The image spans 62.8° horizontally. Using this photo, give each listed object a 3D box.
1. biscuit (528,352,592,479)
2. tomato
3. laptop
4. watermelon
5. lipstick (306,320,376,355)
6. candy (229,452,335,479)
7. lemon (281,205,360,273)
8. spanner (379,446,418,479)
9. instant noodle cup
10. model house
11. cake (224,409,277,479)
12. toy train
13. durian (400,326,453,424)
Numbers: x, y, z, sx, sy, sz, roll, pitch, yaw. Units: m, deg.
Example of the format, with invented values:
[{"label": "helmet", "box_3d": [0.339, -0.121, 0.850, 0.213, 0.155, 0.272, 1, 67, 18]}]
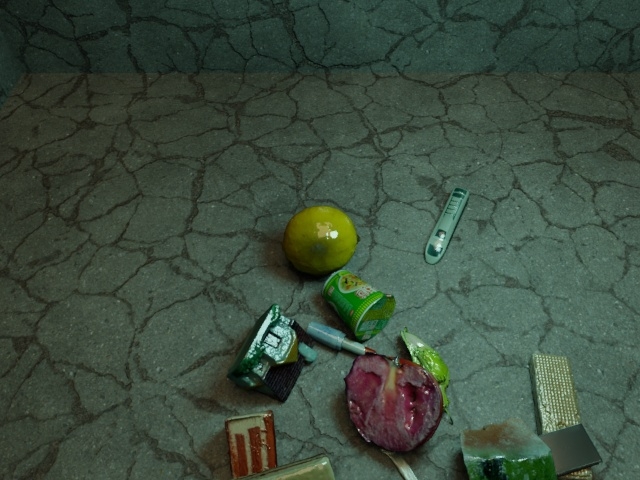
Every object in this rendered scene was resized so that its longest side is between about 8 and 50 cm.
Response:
[{"label": "biscuit", "box_3d": [0.791, 0.584, 1.753, 0.144, 0.078, 0.425, 4, 51, 5]}, {"label": "tomato", "box_3d": [0.242, 0.525, 1.739, 0.335, 0.176, 0.289, 12, 86, 23]}, {"label": "laptop", "box_3d": [0.767, 0.656, 1.638, 0.180, 0.016, 0.129, -13, 53, -8]}, {"label": "watermelon", "box_3d": [0.548, 0.659, 1.590, 0.264, 0.151, 0.302, -7, 30, -3]}, {"label": "lipstick", "box_3d": [0.082, 0.375, 1.929, 0.274, 0.061, 0.068, 20, 52, 16]}, {"label": "candy", "box_3d": [-0.101, 0.760, 1.540, 0.321, 0.135, 0.179, -12, 79, -10]}, {"label": "lemon", "box_3d": [0.000, 0.000, 2.093, 0.297, 0.297, 0.297, 0, 51, 0]}, {"label": "spanner", "box_3d": [0.287, 0.756, 1.652, 0.071, 0.017, 0.302, -24, 55, -18]}, {"label": "instant noodle cup", "box_3d": [0.133, 0.226, 1.977, 0.207, 0.207, 0.233, -32, 50, -23]}, {"label": "model house", "box_3d": [-0.147, 0.412, 1.826, 0.249, 0.230, 0.280, 32, 57, -6]}, {"label": "cake", "box_3d": [-0.219, 0.680, 1.692, 0.158, 0.159, 0.261, -5, 86, -5]}, {"label": "toy train", "box_3d": [0.548, -0.067, 2.271, 0.087, 0.088, 0.407, 22, 55, 16]}, {"label": "durian", "box_3d": [0.388, 0.454, 1.841, 0.107, 0.132, 0.375, -32, 56, 10]}]
